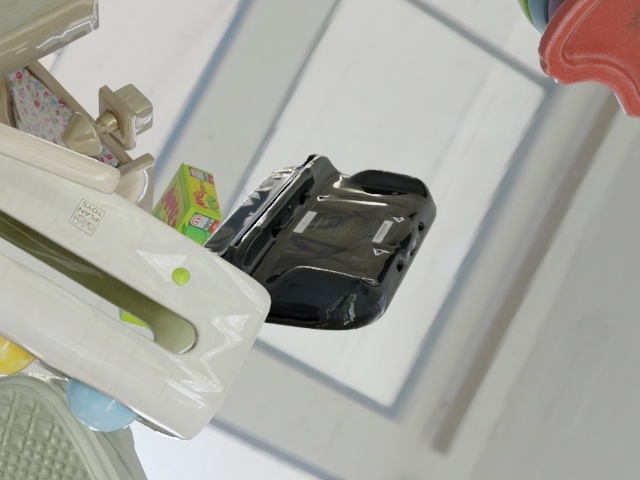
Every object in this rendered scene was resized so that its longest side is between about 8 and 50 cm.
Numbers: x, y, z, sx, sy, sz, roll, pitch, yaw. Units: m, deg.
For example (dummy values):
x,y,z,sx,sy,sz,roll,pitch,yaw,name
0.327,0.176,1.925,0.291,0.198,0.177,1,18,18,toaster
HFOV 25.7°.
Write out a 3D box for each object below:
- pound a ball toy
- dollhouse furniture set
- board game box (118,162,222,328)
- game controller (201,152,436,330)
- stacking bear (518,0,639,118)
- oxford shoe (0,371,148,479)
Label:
x,y,z,sx,sy,sz,roll,pitch,yaw,name
-0.194,0.011,0.874,0.135,0.319,0.208,-62,-164,-14,pound a ball toy
-0.319,-0.113,1.339,0.174,0.303,0.355,-33,155,-27,dollhouse furniture set
-0.183,0.007,1.664,0.181,0.043,0.092,-55,-151,27,board game box
0.000,0.000,1.220,0.319,0.167,0.067,-54,157,-64,game controller
0.254,-0.274,1.406,0.164,0.175,0.289,-58,-145,20,stacking bear
-0.214,0.329,1.457,0.169,0.449,0.130,-22,-173,17,oxford shoe
